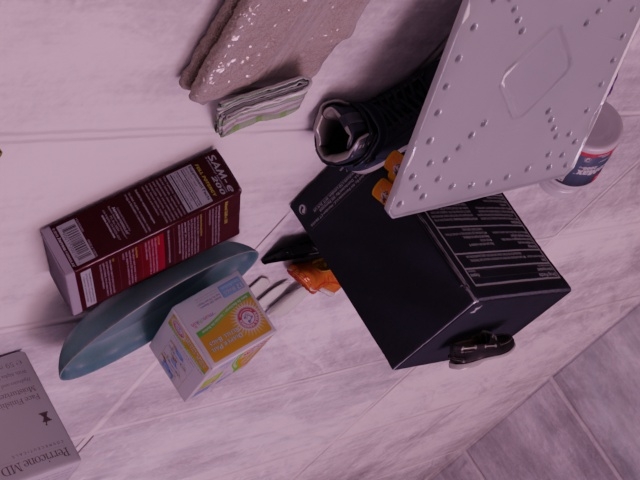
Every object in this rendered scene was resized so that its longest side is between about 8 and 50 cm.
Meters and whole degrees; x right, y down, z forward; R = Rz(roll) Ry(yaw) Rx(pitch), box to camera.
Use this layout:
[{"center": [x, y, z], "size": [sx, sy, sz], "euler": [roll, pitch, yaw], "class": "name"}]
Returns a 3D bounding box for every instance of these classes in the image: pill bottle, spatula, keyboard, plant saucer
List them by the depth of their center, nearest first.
[{"center": [-0.228, 0.087, 1.936], "size": [0.317, 0.043, 0.317], "euler": [-33, 172, -5], "class": "plant saucer"}, {"center": [0.000, 0.000, 2.186], "size": [0.100, 0.038, 0.192], "euler": [-19, 175, 40], "class": "keyboard"}, {"center": [-0.133, 0.139, 2.309], "size": [0.242, 0.019, 0.168], "euler": [-41, 160, 21], "class": "spatula"}, {"center": [0.422, -0.148, 2.350], "size": [0.108, 0.108, 0.180], "euler": [-25, 159, -21], "class": "pill bottle"}]

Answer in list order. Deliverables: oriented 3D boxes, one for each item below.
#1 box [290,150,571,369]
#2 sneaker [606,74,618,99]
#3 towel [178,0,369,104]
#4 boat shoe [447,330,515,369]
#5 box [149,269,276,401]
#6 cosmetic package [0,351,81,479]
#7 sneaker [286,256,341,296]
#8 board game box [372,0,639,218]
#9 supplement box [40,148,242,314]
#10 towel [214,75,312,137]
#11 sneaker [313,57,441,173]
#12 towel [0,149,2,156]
[{"center": [0.160, 0.013, 2.054], "size": [0.183, 0.294, 0.296], "euler": [-44, 157, 28], "class": "box"}, {"center": [0.363, -0.252, 2.052], "size": [0.236, 0.095, 0.104], "euler": [-12, 144, -43], "class": "sneaker"}, {"center": [-0.027, -0.252, 1.515], "size": [0.187, 0.049, 0.282], "euler": [-17, 155, -39], "class": "towel"}, {"center": [0.223, 0.145, 1.965], "size": [0.125, 0.038, 0.046], "euler": [-15, -163, -36], "class": "boat shoe"}, {"center": [-0.154, 0.137, 1.998], "size": [0.114, 0.103, 0.203], "euler": [-30, 172, -23], "class": "box"}, {"center": [-0.446, 0.277, 1.911], "size": [0.151, 0.183, 0.151], "euler": [-16, 154, -41], "class": "cosmetic package"}, {"center": [-0.003, 0.047, 2.250], "size": [0.067, 0.064, 0.175], "euler": [-51, 164, 10], "class": "sneaker"}, {"center": [0.264, -0.229, 1.843], "size": [0.390, 0.050, 0.390], "euler": [-14, 134, -42], "class": "board game box"}, {"center": [-0.218, -0.010, 1.753], "size": [0.239, 0.073, 0.130], "euler": [-26, 160, -16], "class": "supplement box"}, {"center": [-0.067, -0.151, 1.639], "size": [0.113, 0.023, 0.152], "euler": [-18, 176, -7], "class": "towel"}, {"center": [0.092, -0.168, 1.835], "size": [0.226, 0.086, 0.163], "euler": [-39, 162, 18], "class": "sneaker"}, {"center": [-0.408, -0.016, 1.527], "size": [0.102, 0.021, 0.237], "euler": [-18, 156, -33], "class": "towel"}]
